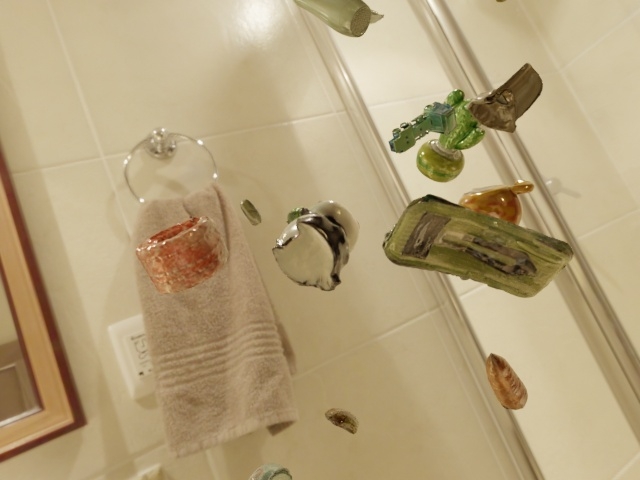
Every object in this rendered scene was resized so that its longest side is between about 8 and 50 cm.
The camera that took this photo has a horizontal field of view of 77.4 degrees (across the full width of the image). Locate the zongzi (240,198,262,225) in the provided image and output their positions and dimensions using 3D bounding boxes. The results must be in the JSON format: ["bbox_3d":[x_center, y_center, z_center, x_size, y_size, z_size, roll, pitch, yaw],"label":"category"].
[{"bbox_3d":[-0.249,-0.104,1.446,0.052,0.104,0.113,-37,9,-9],"label":"zongzi"}]

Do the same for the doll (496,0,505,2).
[{"bbox_3d":[0.545,-0.869,1.193,0.177,0.161,0.260,11,-46,-7],"label":"doll"}]

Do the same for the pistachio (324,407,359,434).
[{"bbox_3d":[0.075,0.515,1.147,0.049,0.090,0.173,-58,-37,-13],"label":"pistachio"}]

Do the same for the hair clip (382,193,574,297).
[{"bbox_3d":[0.260,0.004,0.683,0.322,0.091,0.138,17,-58,-14],"label":"hair clip"}]

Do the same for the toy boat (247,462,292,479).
[{"bbox_3d":[-0.121,0.525,0.759,0.079,0.134,0.207,-14,20,22],"label":"toy boat"}]

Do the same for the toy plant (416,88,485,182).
[{"bbox_3d":[0.491,-0.380,1.480,0.185,0.224,0.315,-8,-40,-22],"label":"toy plant"}]

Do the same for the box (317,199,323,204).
[{"bbox_3d":[0.025,-0.115,1.486,0.035,0.080,0.083,-58,10,3],"label":"box"}]

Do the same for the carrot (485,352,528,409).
[{"bbox_3d":[0.397,0.296,0.866,0.072,0.072,0.205,-25,-51,14],"label":"carrot"}]

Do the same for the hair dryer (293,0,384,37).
[{"bbox_3d":[0.065,-0.533,0.922,0.237,0.206,0.075,-25,-34,-45],"label":"hair dryer"}]

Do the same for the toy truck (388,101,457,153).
[{"bbox_3d":[0.248,-0.266,0.963,0.175,0.067,0.081,-35,37,-15],"label":"toy truck"}]

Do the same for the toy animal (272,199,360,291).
[{"bbox_3d":[-0.007,-0.007,1.105,0.213,0.212,0.266,-27,17,24],"label":"toy animal"}]

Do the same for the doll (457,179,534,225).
[{"bbox_3d":[0.452,-0.026,1.072,0.162,0.269,0.167,18,29,38],"label":"doll"}]

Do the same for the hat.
[{"bbox_3d":[0.487,-0.377,1.047,0.147,0.085,0.175,35,-76,-31],"label":"hat"}]

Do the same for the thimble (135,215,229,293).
[{"bbox_3d":[-0.397,0.035,1.162,0.240,0.162,0.239,-20,19,7],"label":"thimble"}]
